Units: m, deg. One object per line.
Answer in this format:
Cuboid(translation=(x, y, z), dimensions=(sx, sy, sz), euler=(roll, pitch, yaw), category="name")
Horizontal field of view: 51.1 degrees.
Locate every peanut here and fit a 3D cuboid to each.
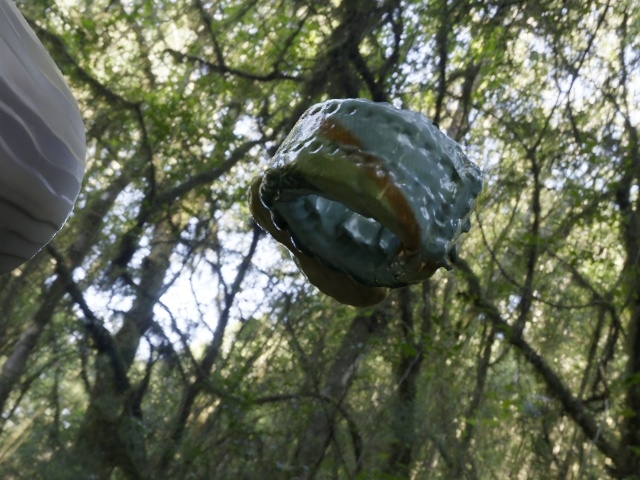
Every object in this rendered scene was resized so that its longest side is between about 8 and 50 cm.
Cuboid(translation=(0.000, 0.000, 1.112), dimensions=(0.319, 0.147, 0.148), euler=(42, -35, -26), category="peanut")

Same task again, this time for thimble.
Cuboid(translation=(0.065, -0.057, 0.882), dimensions=(0.288, 0.167, 0.254), euler=(15, -26, 44), category="thimble")

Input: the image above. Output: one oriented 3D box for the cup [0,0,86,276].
Cuboid(translation=(-0.287, -0.083, 0.345), dimensions=(0.289, 0.208, 0.273), euler=(2, -8, -4), category="cup")
